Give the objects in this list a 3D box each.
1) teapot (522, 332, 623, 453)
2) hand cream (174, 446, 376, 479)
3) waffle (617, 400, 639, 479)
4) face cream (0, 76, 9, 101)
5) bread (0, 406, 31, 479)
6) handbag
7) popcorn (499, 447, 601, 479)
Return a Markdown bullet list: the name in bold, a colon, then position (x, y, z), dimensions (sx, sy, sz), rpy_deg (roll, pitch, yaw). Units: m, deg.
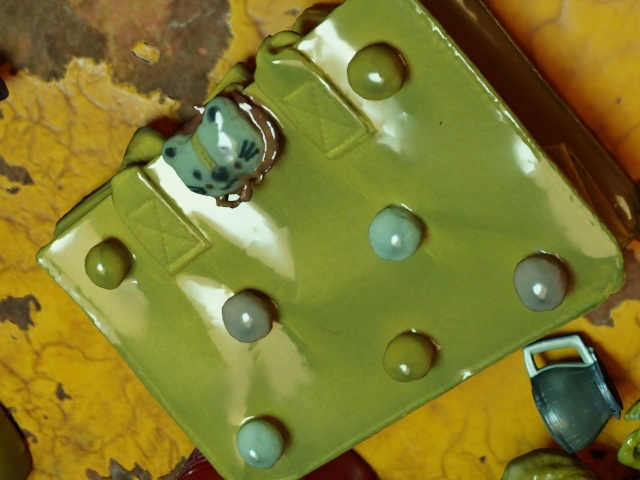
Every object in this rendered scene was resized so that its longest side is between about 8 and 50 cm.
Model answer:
- **teapot**: position (0.188, 0.109, 1.179), dimensions (0.057, 0.066, 0.088), rpy_deg (-29, 88, 13)
- **hand cream**: position (-0.045, 0.253, 1.315), dimensions (0.193, 0.125, 0.193), rpy_deg (10, 127, 13)
- **waffle**: position (0.359, 0.168, 1.150), dimensions (0.262, 0.060, 0.280), rpy_deg (31, 128, -2)
- **face cream**: position (-0.349, -0.078, 1.226), dimensions (0.273, 0.078, 0.078), rpy_deg (-19, 115, 29)
- **bread**: position (-0.381, 0.187, 1.426), dimensions (0.236, 0.070, 0.236), rpy_deg (9, 124, 14)
- **handbag**: position (0.000, 0.000, 1.133), dimensions (0.401, 0.133, 0.283), rpy_deg (-33, 102, 34)
- **popcorn**: position (0.167, 0.322, 1.227), dimensions (0.264, 0.225, 0.332), rpy_deg (14, 113, -11)
